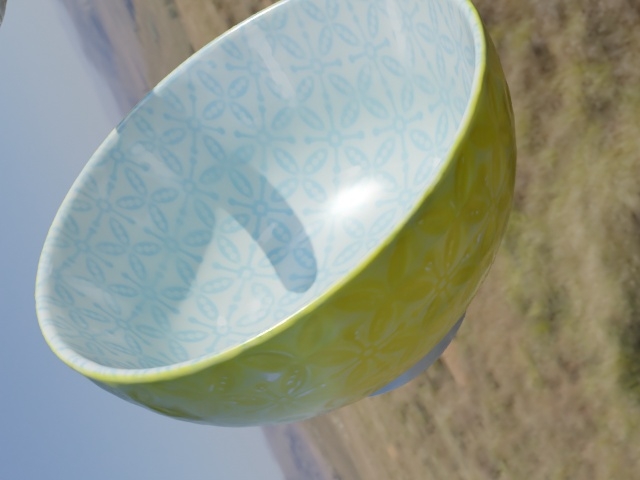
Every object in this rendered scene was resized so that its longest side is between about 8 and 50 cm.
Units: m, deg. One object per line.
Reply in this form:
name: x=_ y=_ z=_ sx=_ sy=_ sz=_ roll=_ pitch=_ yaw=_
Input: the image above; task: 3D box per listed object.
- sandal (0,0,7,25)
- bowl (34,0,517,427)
sandal: x=-0.251 y=-0.180 z=0.730 sx=0.102 sy=0.076 sz=0.265 roll=42 pitch=-159 yaw=-29
bowl: x=0.000 y=0.000 z=0.653 sx=0.156 sy=0.289 sz=0.289 roll=49 pitch=-176 yaw=-34
